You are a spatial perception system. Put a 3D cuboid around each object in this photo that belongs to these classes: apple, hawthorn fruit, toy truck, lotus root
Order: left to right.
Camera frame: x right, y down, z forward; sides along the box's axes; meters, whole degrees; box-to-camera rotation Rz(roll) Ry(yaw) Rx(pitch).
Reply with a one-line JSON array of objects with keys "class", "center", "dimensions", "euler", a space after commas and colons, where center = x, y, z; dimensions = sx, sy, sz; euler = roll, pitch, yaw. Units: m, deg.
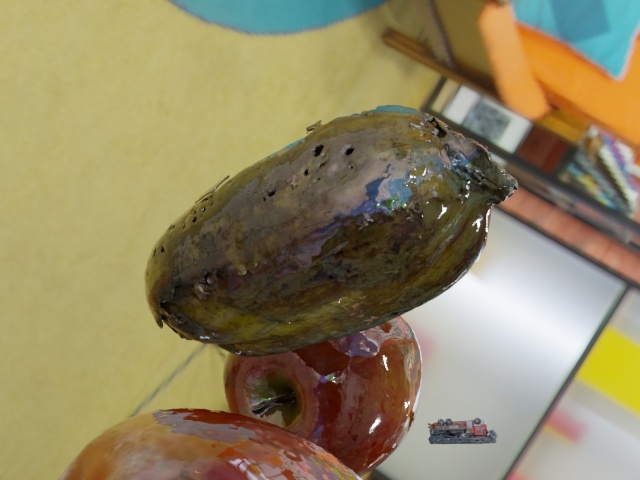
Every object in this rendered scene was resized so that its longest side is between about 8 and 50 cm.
[{"class": "hawthorn fruit", "center": [-0.071, 0.249, 0.821], "dimensions": [0.284, 0.284, 0.284], "euler": [-45, 155, -29]}, {"class": "lotus root", "center": [0.000, 0.000, 1.163], "dimensions": [0.397, 0.179, 0.196], "euler": [-26, 165, 32]}, {"class": "apple", "center": [0.013, 0.164, 1.434], "dimensions": [0.230, 0.230, 0.230], "euler": [-45, 155, -29]}, {"class": "toy truck", "center": [0.171, 0.231, 1.540], "dimensions": [0.024, 0.083, 0.032], "euler": [75, 14, -63]}]
